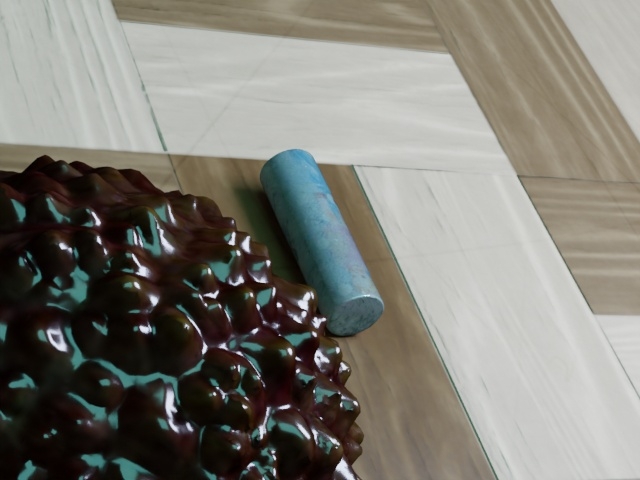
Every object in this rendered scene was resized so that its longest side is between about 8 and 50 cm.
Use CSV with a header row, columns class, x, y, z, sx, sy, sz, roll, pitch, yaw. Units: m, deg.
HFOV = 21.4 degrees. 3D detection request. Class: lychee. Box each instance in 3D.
class,x,y,z,sx,sy,sz,roll,pitch,yaw
lychee,-0.130,0.109,0.889,0.330,0.306,0.306,32,37,28

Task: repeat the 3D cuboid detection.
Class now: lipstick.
class,x,y,z,sx,sy,sz,roll,pitch,yaw
lipstick,0.000,0.000,1.291,0.048,0.048,0.158,0,45,-29
